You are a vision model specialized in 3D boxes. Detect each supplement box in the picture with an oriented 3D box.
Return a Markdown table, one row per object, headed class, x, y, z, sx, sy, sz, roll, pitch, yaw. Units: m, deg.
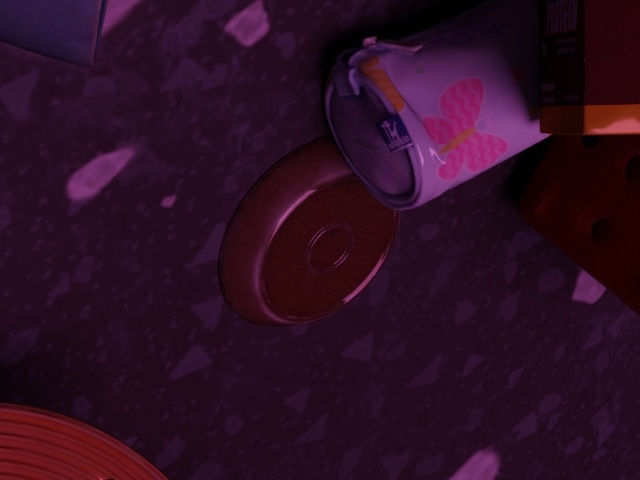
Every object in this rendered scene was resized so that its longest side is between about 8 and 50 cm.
| class | x | y | z | sx | sy | sz | roll | pitch | yaw |
| --- | --- | --- | --- | --- | --- | --- | --- | --- | --- |
| supplement box | 0.252 | -0.170 | 1.289 | 0.191 | 0.129 | 0.194 | -1 | 94 | -6 |

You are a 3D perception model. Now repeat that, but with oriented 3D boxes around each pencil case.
| class | x | y | z | sx | sy | sz | roll | pitch | yaw |
| --- | --- | --- | --- | --- | --- | --- | --- | --- | --- |
| pencil case | 0.135 | -0.127 | 1.401 | 0.273 | 0.124 | 0.113 | -27 | 180 | -23 |

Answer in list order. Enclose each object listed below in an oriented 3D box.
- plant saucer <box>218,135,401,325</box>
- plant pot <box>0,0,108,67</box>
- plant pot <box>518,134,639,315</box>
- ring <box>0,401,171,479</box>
| class | x | y | z | sx | sy | sz | roll | pitch | yaw |
| --- | --- | --- | --- | --- | --- | --- | --- | --- | --- |
| plant saucer | 0.000 | 0.000 | 1.444 | 0.168 | 0.029 | 0.168 | -24 | 134 | -27 |
| plant pot | -0.179 | -0.245 | 0.921 | 0.195 | 0.290 | 0.290 | 11 | 119 | -7 |
| plant pot | 0.326 | -0.038 | 1.544 | 0.236 | 0.267 | 0.267 | 14 | 111 | -42 |
| ring | -0.222 | 0.270 | 1.291 | 0.336 | 0.337 | 0.032 | -57 | -176 | 9 |
